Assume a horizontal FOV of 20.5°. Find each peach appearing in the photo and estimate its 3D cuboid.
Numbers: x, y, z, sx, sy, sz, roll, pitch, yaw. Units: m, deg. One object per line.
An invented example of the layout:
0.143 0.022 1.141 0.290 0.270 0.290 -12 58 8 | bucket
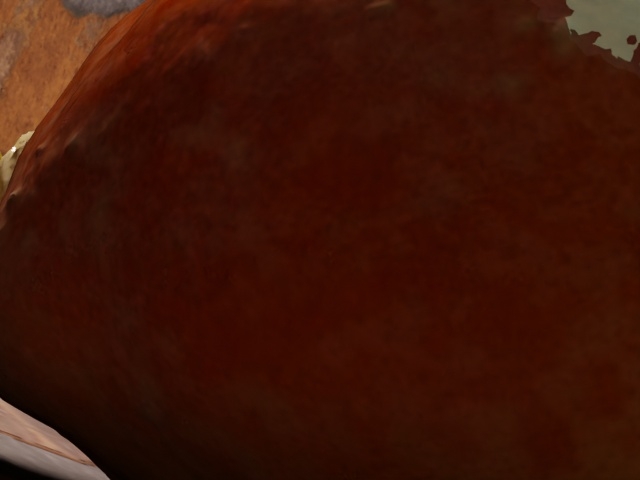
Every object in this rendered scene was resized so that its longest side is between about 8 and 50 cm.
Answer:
0.020 0.012 0.454 0.232 0.233 0.232 26 -1 0 | peach

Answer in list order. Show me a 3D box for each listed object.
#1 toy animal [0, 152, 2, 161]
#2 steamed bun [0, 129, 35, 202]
-0.177 -0.024 0.796 0.159 0.070 0.083 -125 -166 -65 | toy animal
0.000 0.000 0.788 0.295 0.137 0.292 14 18 -48 | steamed bun
